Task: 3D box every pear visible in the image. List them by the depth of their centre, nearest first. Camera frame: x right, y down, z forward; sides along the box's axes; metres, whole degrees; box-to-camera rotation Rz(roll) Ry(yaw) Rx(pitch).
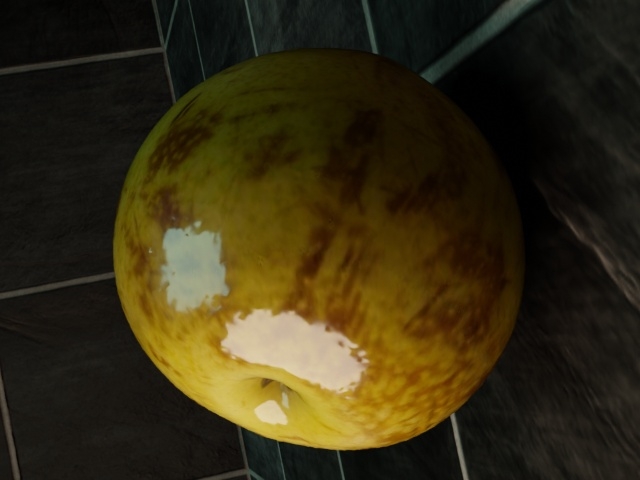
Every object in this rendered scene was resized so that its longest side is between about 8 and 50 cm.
[{"bbox_3d":[0.000,0.000,0.688,0.281,0.281,0.280,169,90,-77],"label":"pear"}]
